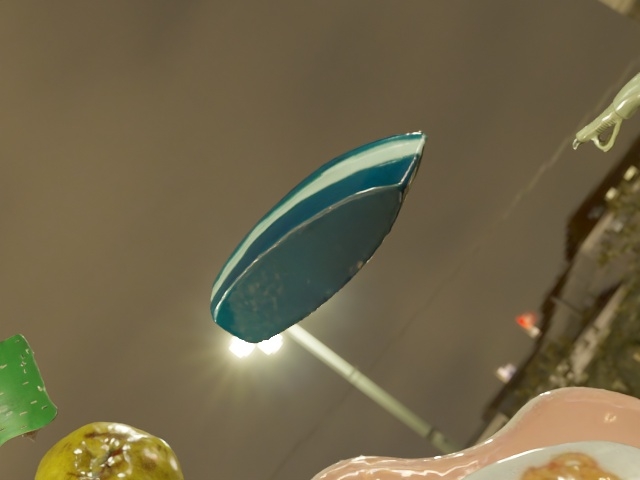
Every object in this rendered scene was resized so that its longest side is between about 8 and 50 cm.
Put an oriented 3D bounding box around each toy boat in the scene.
[{"bbox_3d":[0.000,0.000,1.208,0.299,0.096,0.061,-42,19,39],"label":"toy boat"}]

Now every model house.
[{"bbox_3d":[-0.454,0.238,1.933,0.117,0.167,0.088,-25,-31,-15],"label":"model house"}]

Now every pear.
[{"bbox_3d":[-0.209,0.251,1.305,0.149,0.149,0.162,-47,-19,-20],"label":"pear"}]

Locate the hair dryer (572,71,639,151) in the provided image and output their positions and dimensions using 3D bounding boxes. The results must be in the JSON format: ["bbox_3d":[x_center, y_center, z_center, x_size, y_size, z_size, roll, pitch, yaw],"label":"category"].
[{"bbox_3d":[0.235,-0.152,0.904,0.067,0.167,0.199,-20,8,-39],"label":"hair dryer"}]

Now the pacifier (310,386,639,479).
[{"bbox_3d":[0.118,0.216,0.748,0.332,0.220,0.273,-15,6,-21],"label":"pacifier"}]
